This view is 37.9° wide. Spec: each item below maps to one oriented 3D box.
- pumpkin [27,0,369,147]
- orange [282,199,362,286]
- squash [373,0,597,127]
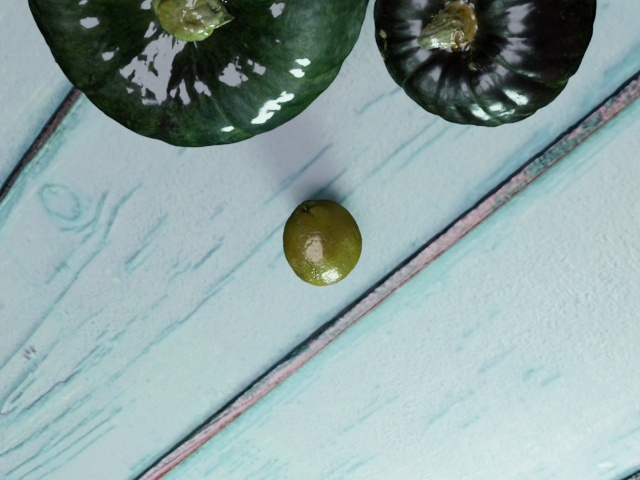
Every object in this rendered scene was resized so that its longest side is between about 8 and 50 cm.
[{"bbox_3d":[-0.105,-0.214,0.776,0.300,0.207,0.300,3,131,3],"label":"pumpkin"},{"bbox_3d":[0.000,0.000,0.980,0.085,0.085,0.095,-11,124,21],"label":"orange"},{"bbox_3d":[0.135,-0.189,0.770,0.193,0.156,0.193,2,101,12],"label":"squash"}]
